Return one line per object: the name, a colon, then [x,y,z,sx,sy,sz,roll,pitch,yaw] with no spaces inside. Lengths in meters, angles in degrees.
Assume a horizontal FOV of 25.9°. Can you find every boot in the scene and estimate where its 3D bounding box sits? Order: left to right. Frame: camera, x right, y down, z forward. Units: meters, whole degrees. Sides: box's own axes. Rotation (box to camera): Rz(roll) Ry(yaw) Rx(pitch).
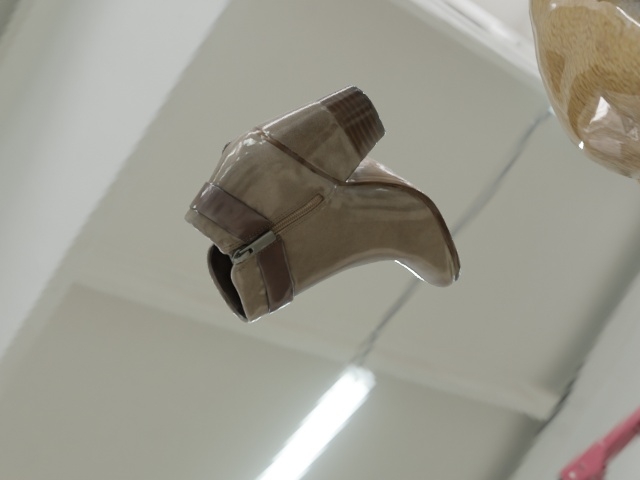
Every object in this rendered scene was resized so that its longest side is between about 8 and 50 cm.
boot: [0.000,0.000,0.535,0.087,0.042,0.118,-43,-55,-14]

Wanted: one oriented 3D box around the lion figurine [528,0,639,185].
lion figurine: [0.104,-0.134,0.399,0.142,0.240,0.392,2,-83,-13]
